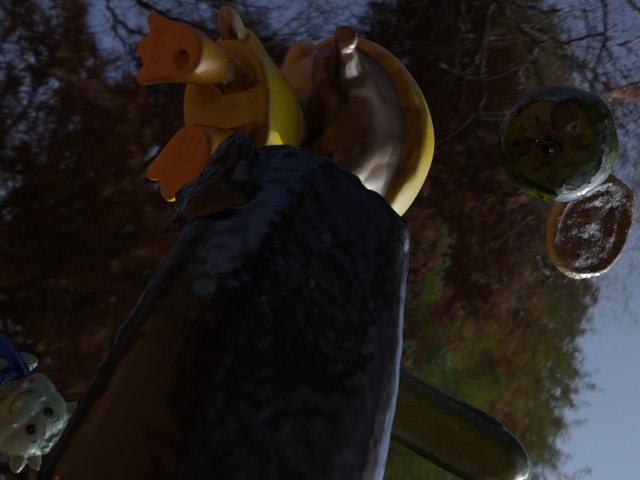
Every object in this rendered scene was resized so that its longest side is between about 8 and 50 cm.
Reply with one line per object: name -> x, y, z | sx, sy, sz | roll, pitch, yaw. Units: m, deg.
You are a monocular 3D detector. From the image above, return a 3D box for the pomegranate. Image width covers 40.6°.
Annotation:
pomegranate -> 0.247, -0.106, 0.903 | 0.122, 0.161, 0.122 | 5, -67, 11

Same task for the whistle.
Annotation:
whistle -> -0.365, 0.155, 0.952 | 0.244, 0.110, 0.092 | 44, -30, 2

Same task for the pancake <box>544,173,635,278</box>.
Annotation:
pancake -> 0.385, -0.020, 1.224 | 0.028, 0.158, 0.158 | -137, -135, -61

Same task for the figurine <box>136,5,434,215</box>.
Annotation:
figurine -> -0.023, -0.102, 0.832 | 0.187, 0.343, 0.215 | 11, -83, 33

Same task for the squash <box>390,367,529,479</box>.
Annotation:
squash -> 0.092, 0.189, 0.975 | 0.331, 0.087, 0.087 | 29, -56, -10

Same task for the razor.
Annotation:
razor -> -0.042, 0.093, 0.513 | 0.189, 0.327, 0.107 | 33, -37, -20
